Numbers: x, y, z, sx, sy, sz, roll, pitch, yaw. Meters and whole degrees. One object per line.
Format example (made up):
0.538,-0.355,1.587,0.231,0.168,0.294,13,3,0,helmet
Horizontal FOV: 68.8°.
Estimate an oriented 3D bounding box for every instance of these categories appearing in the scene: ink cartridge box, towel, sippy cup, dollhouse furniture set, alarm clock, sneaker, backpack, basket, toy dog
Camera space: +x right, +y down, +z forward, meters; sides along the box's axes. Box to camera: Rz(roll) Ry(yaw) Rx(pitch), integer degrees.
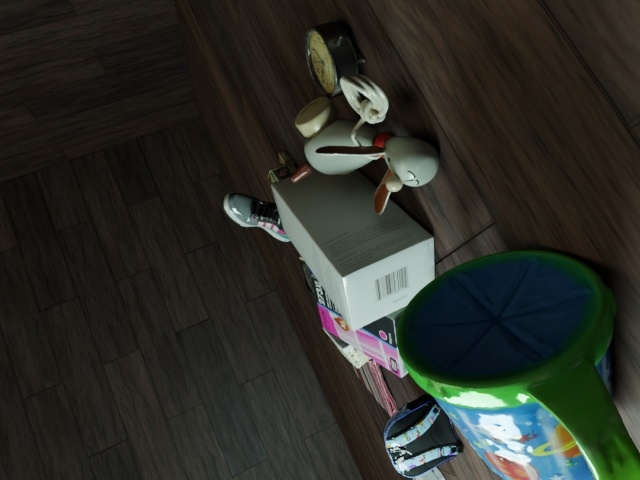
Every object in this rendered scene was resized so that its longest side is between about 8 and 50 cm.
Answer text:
0.075,0.177,1.164,0.371,0.069,0.175,26,136,48,ink cartridge box
0.164,0.459,1.671,0.237,0.037,0.329,69,168,-14,towel
0.332,0.743,1.422,0.109,0.063,0.150,43,153,59,ink cartridge box
0.241,0.166,0.568,0.240,0.305,0.224,-13,117,32,sippy cup
-0.115,-0.177,1.566,0.182,0.101,0.161,54,161,42,dollhouse furniture set
0.014,-0.346,0.890,0.192,0.064,0.129,44,154,51,alarm clock
-0.134,-0.084,1.421,0.178,0.296,0.123,-17,61,41,sneaker
0.234,0.479,1.143,0.158,0.173,0.117,66,166,2,backpack
0.100,0.306,1.479,0.103,0.113,0.167,59,169,-28,basket
0.044,-0.143,0.837,0.220,0.161,0.334,41,177,-15,toy dog

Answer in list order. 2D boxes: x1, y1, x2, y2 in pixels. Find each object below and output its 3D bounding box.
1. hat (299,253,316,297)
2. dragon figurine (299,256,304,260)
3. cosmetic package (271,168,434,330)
0.006,0.093,1.477,0.331,0.134,0.331,59,163,31,hat
0.000,0.000,1.340,0.144,0.085,0.289,-32,-76,-59,dragon figurine
0.057,-0.015,0.985,0.365,0.197,0.155,-126,18,-49,cosmetic package
